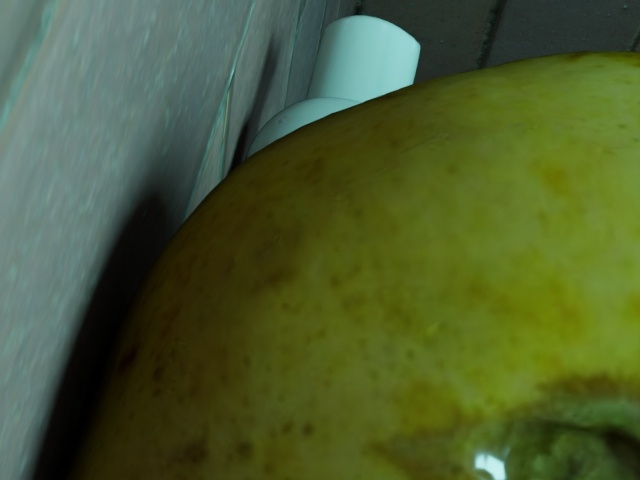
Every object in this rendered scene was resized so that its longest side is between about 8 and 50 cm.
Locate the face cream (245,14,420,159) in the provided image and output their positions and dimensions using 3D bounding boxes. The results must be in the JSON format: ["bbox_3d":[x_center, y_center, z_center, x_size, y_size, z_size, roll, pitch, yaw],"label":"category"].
[{"bbox_3d":[0.000,0.000,0.837,0.145,0.145,0.369,101,0,-74],"label":"face cream"}]

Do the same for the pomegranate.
[{"bbox_3d":[0.099,0.130,0.508,0.416,0.417,0.416,13,90,-89],"label":"pomegranate"}]
